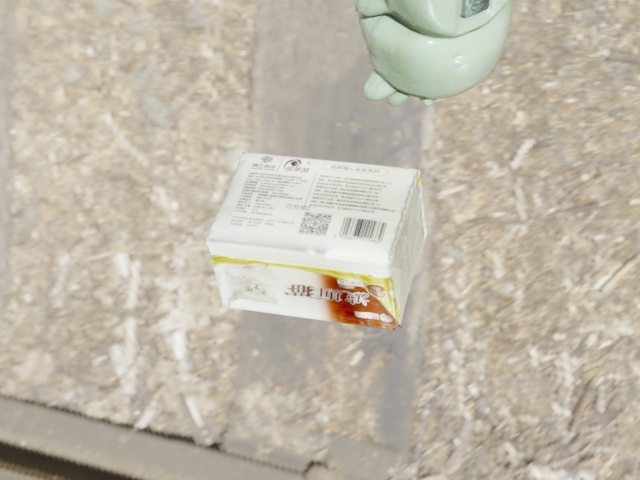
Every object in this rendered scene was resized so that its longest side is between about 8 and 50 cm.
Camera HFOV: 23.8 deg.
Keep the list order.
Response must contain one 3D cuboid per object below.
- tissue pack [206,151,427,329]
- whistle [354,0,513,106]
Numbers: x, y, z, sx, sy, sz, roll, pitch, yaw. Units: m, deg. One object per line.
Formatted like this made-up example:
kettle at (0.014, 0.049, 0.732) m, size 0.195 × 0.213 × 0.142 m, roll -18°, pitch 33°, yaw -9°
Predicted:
tissue pack at (0.000, 0.000, 1.213) m, size 0.148 × 0.106 × 0.099 m, roll 7°, pitch 140°, yaw 16°
whistle at (0.066, -0.165, 0.869) m, size 0.092 × 0.110 × 0.244 m, roll 56°, pitch 162°, yaw 35°
